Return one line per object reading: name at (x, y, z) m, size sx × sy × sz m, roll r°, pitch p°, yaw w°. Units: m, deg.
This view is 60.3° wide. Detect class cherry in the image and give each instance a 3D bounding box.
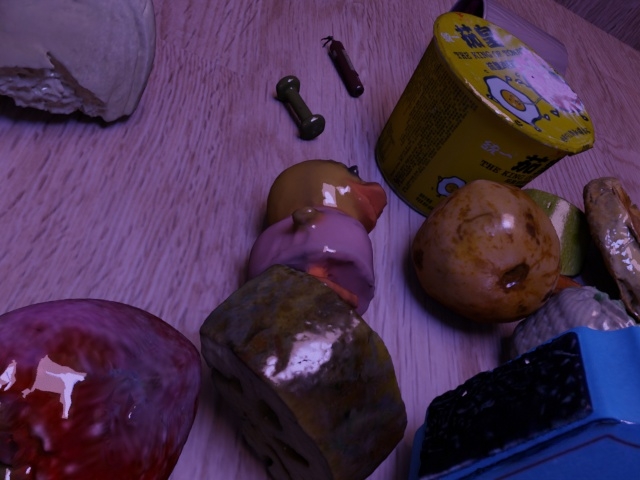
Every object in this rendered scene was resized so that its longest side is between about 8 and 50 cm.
cherry at (-0.191, 0.140, 0.451) m, size 0.192 × 0.175 × 0.249 m, roll 57°, pitch 34°, yaw 6°

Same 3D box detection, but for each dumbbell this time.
dumbbell at (-0.036, -0.232, 0.959) m, size 0.046 × 0.052 × 0.118 m, roll -24°, pitch 66°, yaw -14°

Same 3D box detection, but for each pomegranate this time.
pomegranate at (0.243, 0.016, 0.832) m, size 0.215 × 0.215 × 0.216 m, roll 18°, pitch 46°, yaw -20°

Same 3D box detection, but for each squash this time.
squash at (0.476, -0.023, 1.090) m, size 0.191 × 0.085 × 0.184 m, roll 32°, pitch 42°, yaw -4°

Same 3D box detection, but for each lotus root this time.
lotus root at (-0.009, 0.148, 0.539) m, size 0.119 × 0.138 × 0.235 m, roll -37°, pitch 108°, yaw -38°

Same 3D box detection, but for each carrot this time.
carrot at (0.439, 0.081, 1.005) m, size 0.224 × 0.057 × 0.057 m, roll 20°, pitch 45°, yaw -22°

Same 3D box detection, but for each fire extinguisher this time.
fire extinguisher at (0.053, -0.367, 1.147) m, size 0.048 × 0.035 × 0.173 m, roll -4°, pitch 60°, yaw -31°

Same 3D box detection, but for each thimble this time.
thimble at (0.391, 0.177, 0.791) m, size 0.218 × 0.150 × 0.219 m, roll 31°, pitch 31°, yaw -21°

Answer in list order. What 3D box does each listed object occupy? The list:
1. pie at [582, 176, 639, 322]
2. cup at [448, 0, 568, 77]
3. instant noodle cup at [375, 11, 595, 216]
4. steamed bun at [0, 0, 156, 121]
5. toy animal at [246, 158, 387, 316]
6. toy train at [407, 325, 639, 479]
pie at (0.624, 0.022, 1.098) m, size 0.339 × 0.083 × 0.340 m, roll 28°, pitch 48°, yaw -37°
cup at (0.419, -0.411, 1.297) m, size 0.273 × 0.208 × 0.289 m, roll 18°, pitch 45°, yaw -22°
instant noodle cup at (0.264, -0.195, 0.974) m, size 0.325 × 0.254 × 0.326 m, roll 18°, pitch 46°, yaw -20°
steamed bun at (-0.332, -0.314, 0.724) m, size 0.272 × 0.273 × 0.291 m, roll 0°, pitch 56°, yaw -52°
toy animal at (-0.004, -0.001, 0.713) m, size 0.168 × 0.195 × 0.281 m, roll -2°, pitch 47°, yaw 17°
toy train at (0.244, 0.248, 0.556) m, size 0.265 × 0.300 × 0.188 m, roll 47°, pitch 28°, yaw -8°
